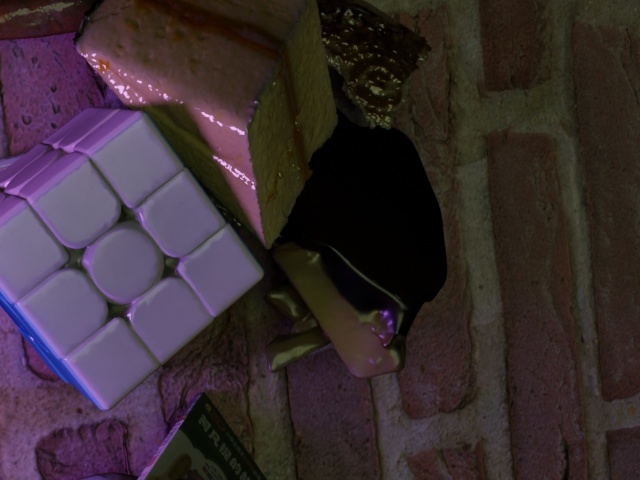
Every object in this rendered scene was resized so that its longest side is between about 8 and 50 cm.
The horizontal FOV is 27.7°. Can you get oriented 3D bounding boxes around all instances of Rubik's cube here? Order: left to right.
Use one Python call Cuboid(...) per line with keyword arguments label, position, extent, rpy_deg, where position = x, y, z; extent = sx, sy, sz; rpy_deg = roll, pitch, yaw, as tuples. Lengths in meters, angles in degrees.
Cuboid(label="Rubik's cube", position=(-0.305, 0.013, 1.776), extent=(0.291, 0.291, 0.290), rpy_deg=(-41, 111, -16))

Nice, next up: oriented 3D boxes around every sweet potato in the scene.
Cuboid(label="sweet potato", position=(-0.442, -0.320, 1.860), extent=(0.273, 0.075, 0.075), rpy_deg=(-12, 94, -19))

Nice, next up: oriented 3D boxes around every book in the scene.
Cuboid(label="book", position=(-0.169, 0.369, 1.896), extent=(0.202, 0.027, 0.264), rpy_deg=(56, 27, -12))

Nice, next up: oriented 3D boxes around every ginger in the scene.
Cuboid(label="ginger", position=(0.000, 0.000, 1.976), extent=(0.358, 0.211, 0.413), rpy_deg=(25, 47, -24))

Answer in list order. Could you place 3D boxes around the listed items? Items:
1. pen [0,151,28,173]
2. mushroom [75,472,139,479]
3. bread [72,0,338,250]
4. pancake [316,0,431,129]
Cuboid(label="pen", position=(-0.425, -0.116, 1.882), extent=(0.239, 0.028, 0.028), rpy_deg=(-16, 96, -23))
Cuboid(label="mushroom", position=(-0.290, 0.452, 1.827), extent=(0.243, 0.243, 0.243), rpy_deg=(0, 89, -24))
Cuboid(label="bread", position=(-0.170, -0.233, 1.852), extent=(0.346, 0.405, 0.242), rpy_deg=(-51, 151, -41))
Cuboid(label="pancake", position=(0.055, -0.283, 2.053), extent=(0.266, 0.057, 0.244), rpy_deg=(1, 71, -22))
